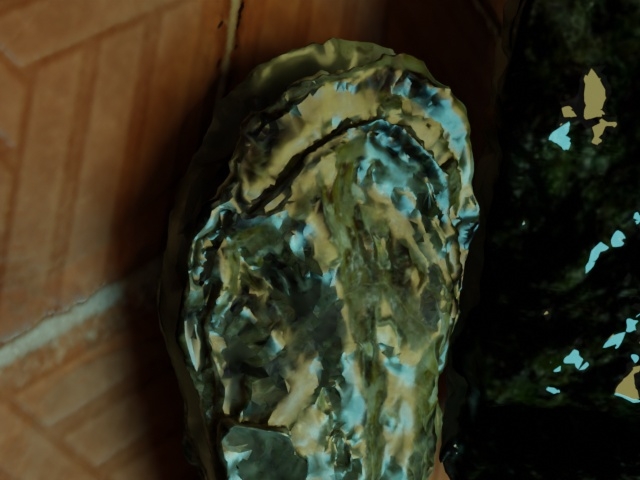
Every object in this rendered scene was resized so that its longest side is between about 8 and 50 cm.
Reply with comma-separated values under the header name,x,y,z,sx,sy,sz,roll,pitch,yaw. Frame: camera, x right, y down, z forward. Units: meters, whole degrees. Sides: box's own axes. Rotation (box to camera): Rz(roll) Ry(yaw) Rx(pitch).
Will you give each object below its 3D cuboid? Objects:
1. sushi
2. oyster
name,x,y,z,sx,sy,sz,roll,pitch,yaw
sushi,0.168,-0.003,0.956,0.211,0.170,0.350,-68,168,-72
oyster,-0.011,0.068,0.883,0.158,0.162,0.351,-87,-173,-76
